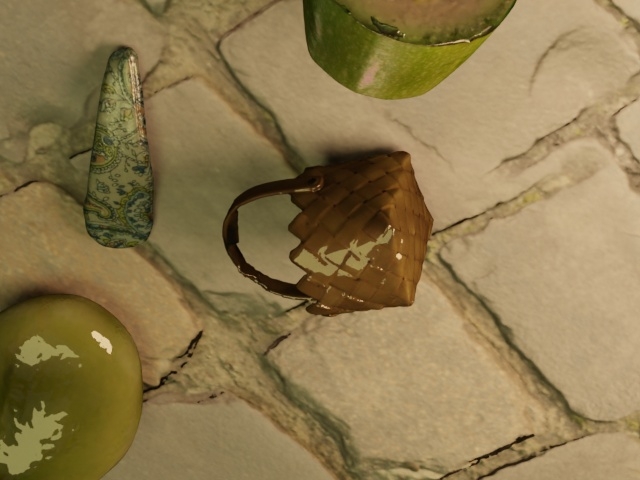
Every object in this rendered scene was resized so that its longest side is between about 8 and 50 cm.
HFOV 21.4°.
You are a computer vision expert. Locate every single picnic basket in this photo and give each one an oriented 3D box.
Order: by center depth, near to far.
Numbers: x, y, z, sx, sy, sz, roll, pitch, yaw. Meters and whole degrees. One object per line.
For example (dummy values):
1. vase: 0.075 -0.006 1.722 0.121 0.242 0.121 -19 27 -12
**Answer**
1. picnic basket: 0.000 0.000 1.479 0.178 0.138 0.128 -4 125 17

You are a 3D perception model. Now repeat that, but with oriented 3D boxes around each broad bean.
1. broad bean: -0.276 0.167 1.703 0.189 0.121 0.263 21 128 -6

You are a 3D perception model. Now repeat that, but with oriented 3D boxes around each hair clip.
1. hair clip: -0.182 -0.073 1.538 0.066 0.036 0.229 8 130 1

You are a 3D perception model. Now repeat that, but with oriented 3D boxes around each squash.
1. squash: 0.059 -0.187 1.307 0.170 0.170 0.123 22 142 -3
